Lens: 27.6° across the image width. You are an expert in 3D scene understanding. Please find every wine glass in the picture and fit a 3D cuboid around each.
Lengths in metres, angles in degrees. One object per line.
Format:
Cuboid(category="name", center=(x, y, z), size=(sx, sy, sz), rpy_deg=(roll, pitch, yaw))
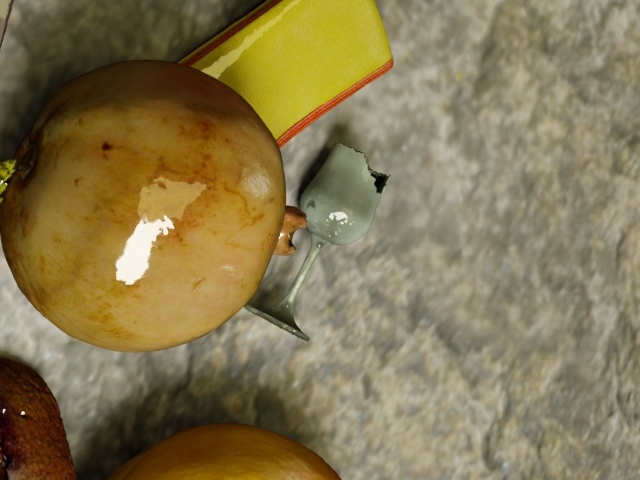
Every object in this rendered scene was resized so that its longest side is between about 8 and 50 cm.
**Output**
Cuboid(category="wine glass", center=(0.000, 0.000, 1.330), size=(0.079, 0.079, 0.195), rpy_deg=(31, 83, -34))

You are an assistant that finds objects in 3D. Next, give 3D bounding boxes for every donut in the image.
Cuboid(category="donut", center=(-0.273, 0.239, 1.150), size=(0.112, 0.151, 0.295), rpy_deg=(7, 89, -44))

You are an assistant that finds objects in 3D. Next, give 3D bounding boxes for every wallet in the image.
Cuboid(category="wallet", center=(-0.045, -0.165, 1.282), size=(0.241, 0.067, 0.141), rpy_deg=(-38, 122, -16))

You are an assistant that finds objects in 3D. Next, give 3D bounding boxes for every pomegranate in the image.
Cuboid(category="pomegranate", center=(-0.136, -0.026, 1.141), size=(0.270, 0.229, 0.252), rpy_deg=(14, 100, -32))

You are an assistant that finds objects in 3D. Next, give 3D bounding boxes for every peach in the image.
Cuboid(category="peach", center=(-0.086, 0.313, 1.219), size=(0.308, 0.289, 0.289), rpy_deg=(-6, 103, -26))

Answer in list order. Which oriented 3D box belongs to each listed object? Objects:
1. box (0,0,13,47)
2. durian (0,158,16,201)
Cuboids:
Cuboid(category="box", center=(-0.321, -0.244, 1.007), size=(0.153, 0.188, 0.252), rpy_deg=(17, 88, -34))
Cuboid(category="durian", center=(-0.418, -0.052, 0.974), size=(0.355, 0.169, 0.157), rpy_deg=(22, 112, -20))
